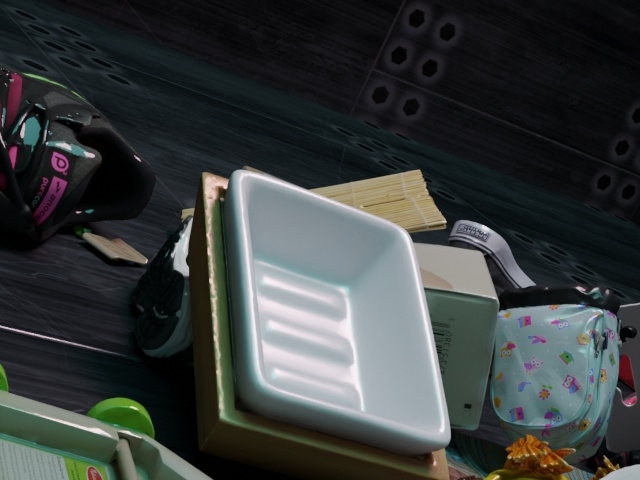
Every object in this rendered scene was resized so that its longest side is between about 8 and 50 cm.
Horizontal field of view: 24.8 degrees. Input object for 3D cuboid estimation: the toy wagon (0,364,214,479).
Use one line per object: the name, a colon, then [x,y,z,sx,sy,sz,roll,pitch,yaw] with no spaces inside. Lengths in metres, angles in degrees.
toy wagon: [-0.142,0.188,0.988,0.344,0.068,0.267,21,13,-22]

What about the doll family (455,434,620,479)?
doll family: [0.224,0.249,1.241,0.263,0.118,0.163,25,30,-9]

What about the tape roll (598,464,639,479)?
tape roll: [0.281,0.303,1.056,0.286,0.100,0.286,22,33,-16]

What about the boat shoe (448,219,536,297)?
boat shoe: [0.243,0.082,2.077,0.113,0.105,0.306,20,-16,25]

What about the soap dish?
soap dish: [-0.012,0.088,1.324,0.229,0.118,0.290,19,41,-26]

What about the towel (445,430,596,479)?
towel: [0.279,0.289,1.462,0.370,0.040,0.271,19,13,-26]

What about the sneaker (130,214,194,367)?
sneaker: [-0.127,0.062,1.494,0.108,0.100,0.271,31,16,-18]

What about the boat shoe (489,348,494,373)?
boat shoe: [0.275,0.155,1.916,0.207,0.073,0.073,24,15,-10]

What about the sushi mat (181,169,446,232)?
sushi mat: [-0.014,-0.026,1.794,0.317,0.019,0.151,-10,31,-3]

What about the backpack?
backpack: [0.236,0.138,1.500,0.152,0.182,0.115,-7,-30,28]

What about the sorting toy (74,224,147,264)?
sorting toy: [-0.243,0.005,1.656,0.083,0.012,0.062,33,12,30]

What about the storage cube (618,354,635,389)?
storage cube: [0.597,0.175,2.186,0.215,0.193,0.184,15,16,-43]

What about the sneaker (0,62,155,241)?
sneaker: [-0.344,-0.106,1.522,0.202,0.185,0.483,28,13,29]

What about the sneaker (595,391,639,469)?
sneaker: [0.457,0.181,1.721,0.120,0.299,0.112,66,12,0]

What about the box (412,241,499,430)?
box: [0.120,0.095,1.608,0.121,0.148,0.311,9,7,2]

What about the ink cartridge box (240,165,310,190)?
ink cartridge box: [0.000,0.000,1.979,0.235,0.088,0.193,21,13,-23]

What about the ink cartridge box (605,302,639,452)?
ink cartridge box: [0.471,0.161,1.564,0.354,0.207,0.119,-9,24,15]
